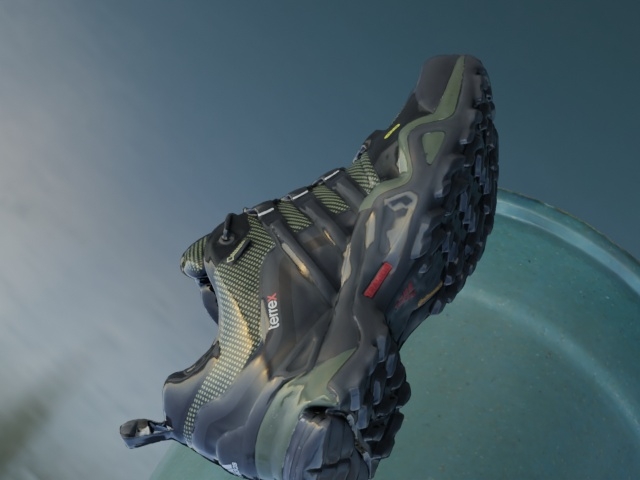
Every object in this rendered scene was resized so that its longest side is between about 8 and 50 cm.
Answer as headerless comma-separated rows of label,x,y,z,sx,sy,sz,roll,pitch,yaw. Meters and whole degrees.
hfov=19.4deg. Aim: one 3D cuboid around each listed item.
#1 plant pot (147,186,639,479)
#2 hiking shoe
plant pot,0.032,0.191,1.054,0.341,0.334,0.341,12,123,20
hiking shoe,0.000,0.000,0.789,0.114,0.227,0.086,14,145,21
